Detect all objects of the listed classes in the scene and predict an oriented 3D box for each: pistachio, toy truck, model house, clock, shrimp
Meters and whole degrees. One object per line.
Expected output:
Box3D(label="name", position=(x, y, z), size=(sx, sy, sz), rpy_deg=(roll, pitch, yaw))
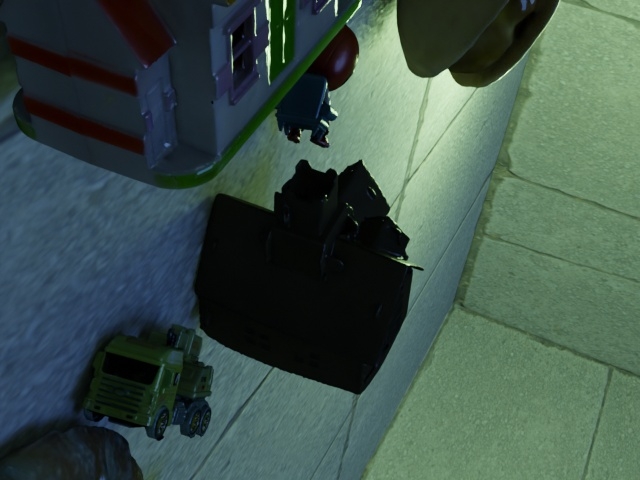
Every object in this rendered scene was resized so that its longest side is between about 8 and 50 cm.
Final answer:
Box3D(label="pistachio", position=(0.215, -0.359, 1.141), size=(0.321, 0.229, 0.238), rpy_deg=(-69, -151, 26))
Box3D(label="toy truck", position=(-0.149, 0.127, 0.807), size=(0.169, 0.077, 0.100), rpy_deg=(43, 60, -73))
Box3D(label="model house", position=(0.000, 0.000, 0.893), size=(0.243, 0.211, 0.204), rpy_deg=(91, 24, -53))
Box3D(label="clock", position=(-0.067, -0.217, 0.444), size=(0.309, 0.166, 0.235), rpy_deg=(92, 24, -47))
Box3D(label="shrimp", position=(-0.205, 0.275, 0.792), size=(0.446, 0.110, 0.221), rpy_deg=(30, 74, -71))

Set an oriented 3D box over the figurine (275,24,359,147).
Box3D(label="figurine", position=(-0.003, -0.175, 0.929), size=(0.075, 0.068, 0.140), rpy_deg=(32, 73, -72))
